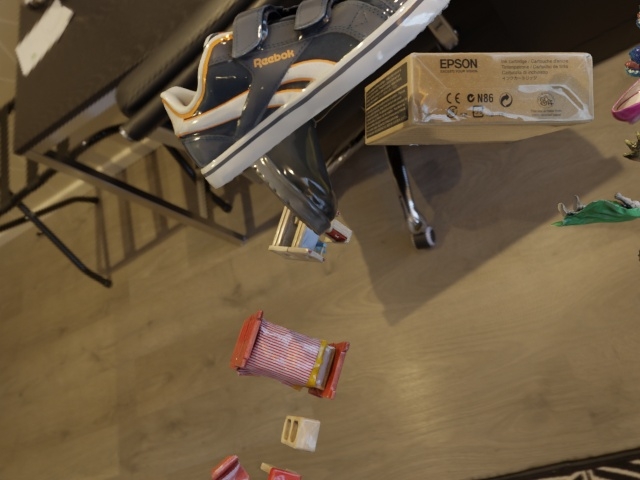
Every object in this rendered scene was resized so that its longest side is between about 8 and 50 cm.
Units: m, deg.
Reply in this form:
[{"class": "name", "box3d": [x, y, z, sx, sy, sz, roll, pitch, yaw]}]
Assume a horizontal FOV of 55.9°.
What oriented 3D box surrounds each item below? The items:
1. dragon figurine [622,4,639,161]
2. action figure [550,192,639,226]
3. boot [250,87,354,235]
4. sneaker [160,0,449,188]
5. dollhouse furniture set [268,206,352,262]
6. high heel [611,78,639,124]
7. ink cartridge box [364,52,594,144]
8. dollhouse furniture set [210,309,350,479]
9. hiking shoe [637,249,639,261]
[{"class": "dragon figurine", "box3d": [0.365, -0.086, 0.513, 0.289, 0.144, 0.085, 37, 85, 5]}, {"class": "action figure", "box3d": [0.658, -0.070, 1.373, 0.137, 0.232, 0.063, 141, 127, -65]}, {"class": "boot", "box3d": [0.048, -0.271, 1.015, 0.445, 0.146, 0.367, -41, 59, 0]}, {"class": "sneaker", "box3d": [-0.031, -0.183, 0.598, 0.321, 0.127, 0.126, -32, 15, 23]}, {"class": "dollhouse furniture set", "box3d": [0.000, 0.000, 1.438, 0.129, 0.184, 0.129, 5, 71, 42]}, {"class": "high heel", "box3d": [0.856, -0.413, 1.560, 0.244, 0.117, 0.082, -52, 53, 28]}, {"class": "ink cartridge box", "box3d": [0.193, -0.178, 0.784, 0.193, 0.235, 0.088, -169, 75, -77]}, {"class": "dollhouse furniture set", "box3d": [-0.098, 0.350, 1.184, 0.152, 0.201, 0.374, 144, 144, -68]}, {"class": "hiking shoe", "box3d": [0.666, 0.043, 0.947, 0.304, 0.113, 0.132, -6, 96, 44]}]
